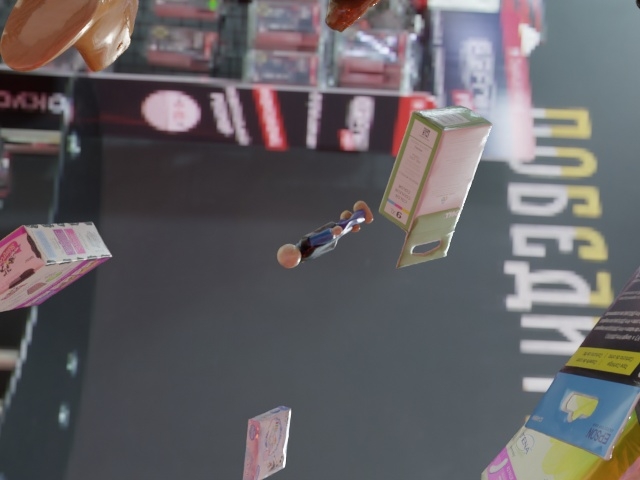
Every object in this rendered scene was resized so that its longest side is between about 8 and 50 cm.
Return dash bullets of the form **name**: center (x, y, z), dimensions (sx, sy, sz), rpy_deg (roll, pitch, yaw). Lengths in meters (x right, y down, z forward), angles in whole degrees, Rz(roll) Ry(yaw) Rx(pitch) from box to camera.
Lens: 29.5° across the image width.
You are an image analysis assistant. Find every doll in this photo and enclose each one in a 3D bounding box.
- **doll**: center (0.000, 0.000, 1.933), dimensions (0.129, 0.189, 0.046), rpy_deg (-36, -94, 46)

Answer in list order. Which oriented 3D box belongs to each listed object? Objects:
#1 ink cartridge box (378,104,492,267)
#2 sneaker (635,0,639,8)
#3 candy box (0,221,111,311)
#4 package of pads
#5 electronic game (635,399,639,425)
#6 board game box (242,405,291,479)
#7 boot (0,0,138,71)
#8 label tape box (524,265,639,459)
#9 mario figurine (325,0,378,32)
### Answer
- **ink cartridge box**: center (0.147, -0.074, 1.643), dimensions (0.109, 0.062, 0.209), rpy_deg (-13, 128, -46)
- **sneaker**: center (0.418, -0.298, 1.381), dimensions (0.162, 0.073, 0.063), rpy_deg (131, -43, -58)
- **candy box**: center (-0.441, 0.041, 1.855), dimensions (0.071, 0.159, 0.233), rpy_deg (59, 13, 5)
- **package of pads**: center (0.358, 0.309, 1.698), dimensions (0.296, 0.101, 0.229), rpy_deg (-52, -166, 16)
- **electronic game**: center (0.465, 0.197, 1.438), dimensions (0.048, 0.229, 0.229), rpy_deg (139, -41, -57)
- **board game box**: center (-0.075, 0.284, 1.699), dimensions (0.090, 0.020, 0.090), rpy_deg (-11, 110, -63)
- **boot**: center (-0.335, -0.295, 1.716), dimensions (0.211, 0.104, 0.295), rpy_deg (95, 21, -61)
- **label tape box**: center (0.377, 0.090, 1.215), dimensions (0.347, 0.115, 0.249), rpy_deg (-53, -176, -7)
- **mario figurine**: center (-0.053, -0.390, 1.427), dimensions (0.198, 0.320, 0.170), rpy_deg (-44, -178, 5)
